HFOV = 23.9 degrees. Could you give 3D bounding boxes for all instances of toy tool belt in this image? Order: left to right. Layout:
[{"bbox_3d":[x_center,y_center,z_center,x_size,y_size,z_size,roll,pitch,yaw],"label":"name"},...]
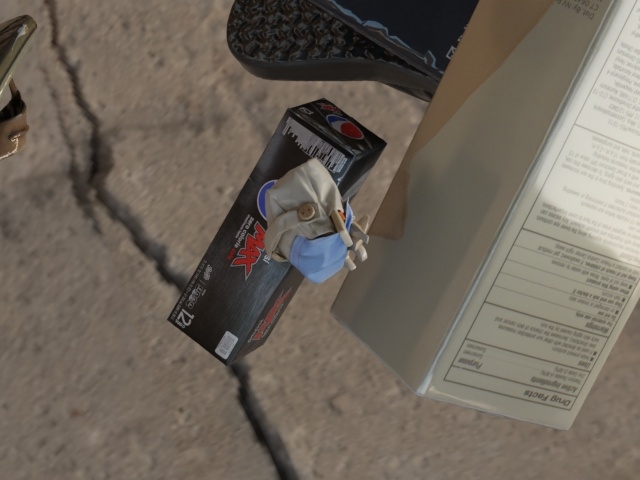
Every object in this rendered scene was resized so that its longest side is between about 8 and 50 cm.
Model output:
[{"bbox_3d":[0.000,0.000,0.766,0.052,0.083,0.051,-38,67,-14],"label":"toy tool belt"}]

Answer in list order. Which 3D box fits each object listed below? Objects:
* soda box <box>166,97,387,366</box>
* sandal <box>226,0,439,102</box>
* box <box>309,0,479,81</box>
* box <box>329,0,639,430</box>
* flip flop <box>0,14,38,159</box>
[{"bbox_3d":[-0.028,-0.005,0.955,0.053,0.169,0.060,37,23,12],"label":"soda box"},{"bbox_3d":[0.109,-0.222,1.655,0.107,0.446,0.167,42,64,-56],"label":"sandal"},{"bbox_3d":[0.164,-0.291,1.441,0.395,0.212,0.293,35,98,23],"label":"box"},{"bbox_3d":[0.148,-0.047,0.963,0.148,0.121,0.311,18,104,-37],"label":"box"},{"bbox_3d":[-0.320,-0.091,1.417,0.080,0.112,0.277,37,49,-42],"label":"flip flop"}]
